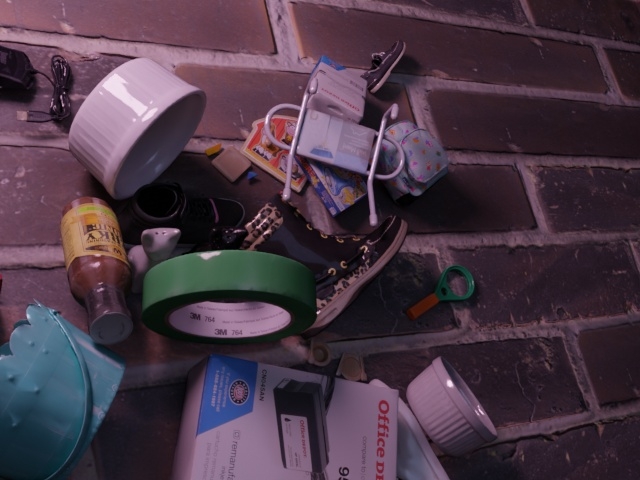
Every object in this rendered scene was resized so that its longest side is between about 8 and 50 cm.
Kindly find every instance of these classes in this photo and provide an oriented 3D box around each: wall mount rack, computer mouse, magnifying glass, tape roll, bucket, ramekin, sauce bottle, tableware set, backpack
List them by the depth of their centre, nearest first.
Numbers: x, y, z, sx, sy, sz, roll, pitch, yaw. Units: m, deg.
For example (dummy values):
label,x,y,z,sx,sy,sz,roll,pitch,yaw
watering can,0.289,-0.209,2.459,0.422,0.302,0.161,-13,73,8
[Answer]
label,x,y,z,sx,sy,sz,roll,pitch,yaw
bucket,-0.454,0.255,1.147,0.183,0.281,0.281,31,56,-17
sauce bottle,-0.393,0.049,1.269,0.112,0.111,0.344,1,33,-28
tape roll,-0.167,0.114,1.330,0.321,0.321,0.077,10,63,-24
ramekin,-0.367,-0.227,1.422,0.135,0.277,0.277,40,54,3
computer mouse,-0.635,-0.314,1.445,0.262,0.060,0.184,6,60,-39
ramekin,0.274,0.362,1.531,0.109,0.207,0.207,-37,87,8
tableware set,0.026,0.293,1.535,0.169,0.020,0.141,19,59,-19
wall mount rack,0.039,-0.191,1.616,0.350,0.130,0.304,15,77,-12
magnifying glass,0.295,0.132,1.758,0.231,0.026,0.092,-27,82,-37
backpack,0.217,-0.206,1.805,0.166,0.144,0.188,-38,84,-30

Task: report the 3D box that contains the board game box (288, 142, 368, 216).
label,x,y,z,sx,sy,sz,roll,pitch,yaw
board game box,0.024,-0.170,1.724,0.136,0.035,0.201,-34,91,-45

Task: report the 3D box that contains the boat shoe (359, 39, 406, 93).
label,x,y,z,sx,sy,sz,roll,pitch,yaw
boat shoe,0.170,-0.490,1.955,0.065,0.075,0.206,37,59,-12

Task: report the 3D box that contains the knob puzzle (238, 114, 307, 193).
label,x,y,z,sx,sy,sz,roll,pitch,yaw
knob puzzle,-0.080,-0.231,1.722,0.213,0.030,0.213,12,61,-23

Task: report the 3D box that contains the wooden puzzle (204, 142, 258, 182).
label,x,y,z,sx,sy,sz,roll,pitch,yaw
wooden puzzle,-0.205,-0.176,1.639,0.116,0.014,0.078,49,58,0

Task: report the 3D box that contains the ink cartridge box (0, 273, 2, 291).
label,x,y,z,sx,sy,sz,roll,pitch,yaw
ink cartridge box,-0.654,0.062,1.210,0.176,0.127,0.128,-22,79,-33

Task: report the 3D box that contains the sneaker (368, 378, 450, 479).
label,x,y,z,sx,sy,sz,roll,pitch,yaw
sneaker,0.156,0.432,1.488,0.123,0.106,0.290,-26,71,-15

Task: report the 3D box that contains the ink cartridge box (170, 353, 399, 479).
label,x,y,z,sx,sy,sz,roll,pitch,yaw
ink cartridge box,-0.060,0.396,1.339,0.395,0.166,0.285,15,63,-20

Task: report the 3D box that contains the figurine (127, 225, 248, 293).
label,x,y,z,sx,sy,sz,roll,pitch,yaw
figurine,-0.268,0.024,1.386,0.215,0.209,0.092,-2,68,-29

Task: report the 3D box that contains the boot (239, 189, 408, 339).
label,x,y,z,sx,sy,sz,roll,pitch,yaw
boot,0.000,0.000,1.587,0.284,0.138,0.377,45,65,-2

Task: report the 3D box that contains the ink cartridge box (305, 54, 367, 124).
label,x,y,z,sx,sy,sz,roll,pitch,yaw
ink cartridge box,0.036,-0.359,1.782,0.140,0.082,0.190,28,39,-14

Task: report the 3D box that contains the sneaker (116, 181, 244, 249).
label,x,y,z,sx,sy,sz,roll,pitch,yaw
sneaker,-0.269,-0.057,1.464,0.296,0.147,0.104,-10,70,-33
